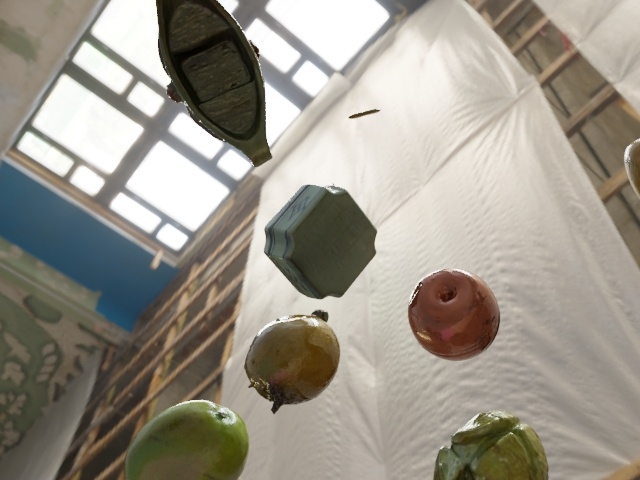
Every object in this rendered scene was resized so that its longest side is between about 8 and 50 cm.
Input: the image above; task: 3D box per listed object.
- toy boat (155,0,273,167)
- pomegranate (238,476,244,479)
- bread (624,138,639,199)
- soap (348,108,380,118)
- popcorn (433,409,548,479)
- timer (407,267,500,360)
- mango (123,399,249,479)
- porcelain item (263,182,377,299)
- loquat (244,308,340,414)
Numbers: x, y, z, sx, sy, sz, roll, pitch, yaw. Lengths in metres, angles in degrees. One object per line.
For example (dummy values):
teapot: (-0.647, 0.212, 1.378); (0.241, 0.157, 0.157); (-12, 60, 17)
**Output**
toy boat: (-0.091, -0.146, 0.557); (0.089, 0.185, 0.071); (-28, -174, -7)
pomegranate: (-0.244, 0.621, 1.532); (0.191, 0.191, 0.191); (-46, -159, 23)
bread: (0.776, -0.134, 1.525); (0.098, 0.217, 0.147); (-25, 172, 14)
soap: (0.110, -0.319, 1.664); (0.089, 0.012, 0.034); (-9, -177, 31)
popcorn: (0.368, 0.510, 1.443); (0.276, 0.225, 0.276); (-31, 159, -14)
timer: (0.336, 0.186, 1.670); (0.230, 0.215, 0.229); (-13, -128, 17)
mango: (-0.164, 0.256, 0.794); (0.163, 0.117, 0.089); (-18, -162, 7)
porcelain item: (0.000, 0.000, 1.868); (0.286, 0.281, 0.157); (-51, -150, -17)
loquat: (-0.042, 0.198, 1.150); (0.204, 0.149, 0.172); (-50, -174, -37)
